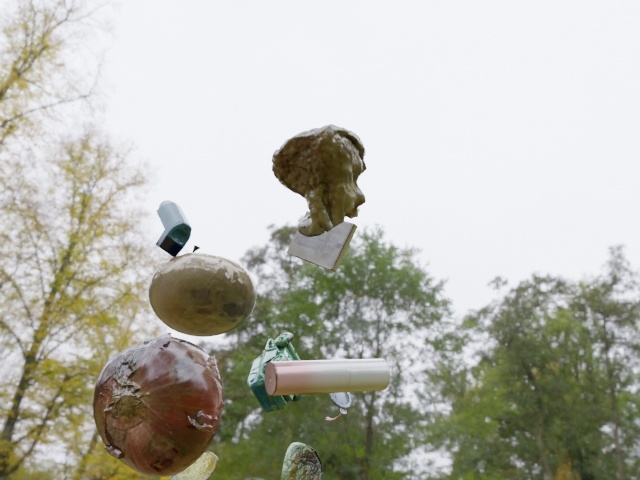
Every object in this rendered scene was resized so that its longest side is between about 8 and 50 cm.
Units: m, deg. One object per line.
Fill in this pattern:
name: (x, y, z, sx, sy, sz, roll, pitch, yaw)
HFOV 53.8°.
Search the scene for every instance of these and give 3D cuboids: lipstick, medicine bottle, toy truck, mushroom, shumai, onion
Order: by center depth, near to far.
onion: (-0.394, 0.404, 1.559, 0.354, 0.353, 0.353, 8, -29, 4)
lipstick: (0.021, 0.357, 1.657, 0.327, 0.087, 0.087, 4, -25, -24)
shumai: (0.005, -0.153, 1.756, 0.267, 0.262, 0.314, 1, -22, -18)
toy truck: (-0.139, 0.432, 2.074, 0.156, 0.279, 0.154, -24, -74, 11)
mushroom: (-0.395, 0.159, 2.147, 0.363, 0.294, 0.362, -3, -38, -2)
medicine bottle: (-0.514, -0.052, 2.166, 0.124, 0.258, 0.079, -47, -54, 6)

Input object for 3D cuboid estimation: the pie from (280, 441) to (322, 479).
pie: (-0.077, 0.901, 2.444, 0.054, 0.240, 0.241, -19, -40, 37)

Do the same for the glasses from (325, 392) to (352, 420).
glasses: (-0.013, 0.658, 2.562, 0.234, 0.118, 0.268, 31, -47, 4)

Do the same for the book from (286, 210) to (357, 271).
book: (0.000, 0.000, 1.977, 0.231, 0.161, 0.026, 18, -11, 48)

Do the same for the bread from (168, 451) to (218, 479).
bread: (-0.414, 0.706, 1.947, 0.149, 0.188, 0.065, 34, -60, 9)
